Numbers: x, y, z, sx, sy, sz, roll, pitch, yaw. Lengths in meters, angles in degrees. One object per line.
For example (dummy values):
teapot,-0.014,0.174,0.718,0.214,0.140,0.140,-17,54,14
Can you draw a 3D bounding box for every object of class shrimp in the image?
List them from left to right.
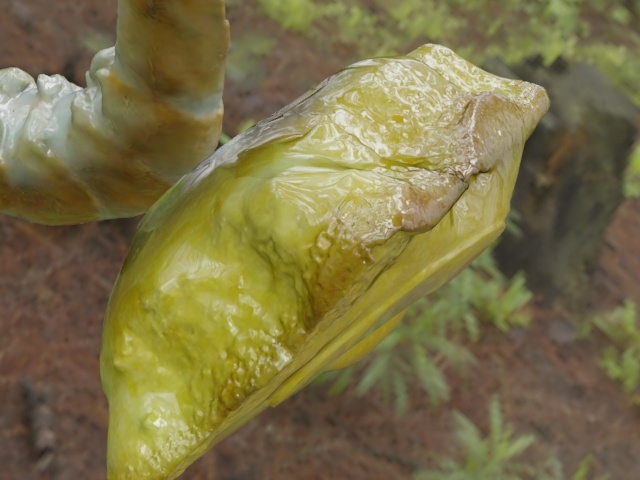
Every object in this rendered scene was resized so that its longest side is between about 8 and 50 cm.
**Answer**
shrimp,-0.140,-0.072,0.886,0.185,0.287,0.068,46,53,-36

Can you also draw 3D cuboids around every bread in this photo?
bread,0.000,0.000,0.686,0.088,0.160,0.233,54,25,4
